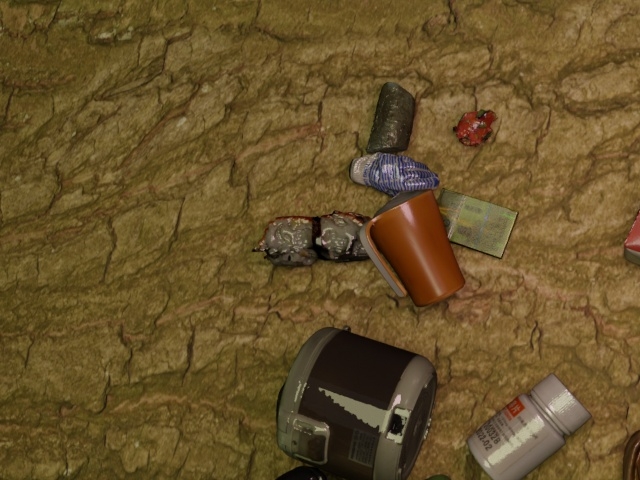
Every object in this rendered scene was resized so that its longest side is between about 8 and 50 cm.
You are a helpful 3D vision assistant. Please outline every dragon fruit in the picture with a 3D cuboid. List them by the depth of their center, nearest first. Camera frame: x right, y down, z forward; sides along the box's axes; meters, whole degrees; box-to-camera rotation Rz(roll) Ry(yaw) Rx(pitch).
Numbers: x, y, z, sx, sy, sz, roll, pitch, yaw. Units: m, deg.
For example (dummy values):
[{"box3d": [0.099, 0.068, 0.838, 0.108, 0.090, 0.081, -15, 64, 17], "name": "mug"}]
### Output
[{"box3d": [0.380, -0.279, 1.923, 0.116, 0.086, 0.081, -45, 31, -3], "name": "dragon fruit"}]

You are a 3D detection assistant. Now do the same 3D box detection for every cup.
[{"box3d": [0.209, 0.022, 1.840, 0.182, 0.226, 0.263, -29, 87, 54], "name": "cup"}]

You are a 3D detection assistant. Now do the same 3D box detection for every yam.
[{"box3d": [0.182, -0.299, 1.983, 0.107, 0.107, 0.183, 8, 80, 20], "name": "yam"}]

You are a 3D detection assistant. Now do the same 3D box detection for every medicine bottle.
[{"box3d": [0.455, 0.415, 1.725, 0.252, 0.144, 0.144, -40, 70, 9], "name": "medicine bottle"}]

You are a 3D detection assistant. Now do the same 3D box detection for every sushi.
[{"box3d": [0.000, 0.000, 1.970, 0.332, 0.124, 0.129, -1, 71, 16], "name": "sushi"}]

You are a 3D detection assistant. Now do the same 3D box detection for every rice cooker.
[{"box3d": [0.069, 0.375, 1.771, 0.325, 0.335, 0.335, 16, 85, 20], "name": "rice cooker"}]

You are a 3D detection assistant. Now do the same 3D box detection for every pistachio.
[{"box3d": [0.700, 0.489, 1.646, 0.130, 0.131, 0.206, -5, 79, 64], "name": "pistachio"}]

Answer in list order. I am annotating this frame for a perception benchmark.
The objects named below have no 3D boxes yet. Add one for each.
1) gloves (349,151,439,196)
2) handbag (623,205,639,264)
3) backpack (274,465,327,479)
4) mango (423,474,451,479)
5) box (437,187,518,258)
[{"box3d": [0.183, -0.159, 1.967, 0.229, 0.097, 0.119, 6, 111, 15], "name": "gloves"}, {"box3d": [0.776, -0.079, 1.701, 0.151, 0.171, 0.298, 24, 89, 22], "name": "handbag"}, {"box3d": [-0.016, 0.751, 1.738, 0.445, 0.255, 0.363, 49, 132, 13], "name": "backpack"}, {"box3d": [0.219, 0.642, 1.780, 0.251, 0.114, 0.156, -42, 61, -3], "name": "mango"}, {"box3d": [0.365, -0.043, 1.907, 0.193, 0.030, 0.121, 20, 86, 20], "name": "box"}]
